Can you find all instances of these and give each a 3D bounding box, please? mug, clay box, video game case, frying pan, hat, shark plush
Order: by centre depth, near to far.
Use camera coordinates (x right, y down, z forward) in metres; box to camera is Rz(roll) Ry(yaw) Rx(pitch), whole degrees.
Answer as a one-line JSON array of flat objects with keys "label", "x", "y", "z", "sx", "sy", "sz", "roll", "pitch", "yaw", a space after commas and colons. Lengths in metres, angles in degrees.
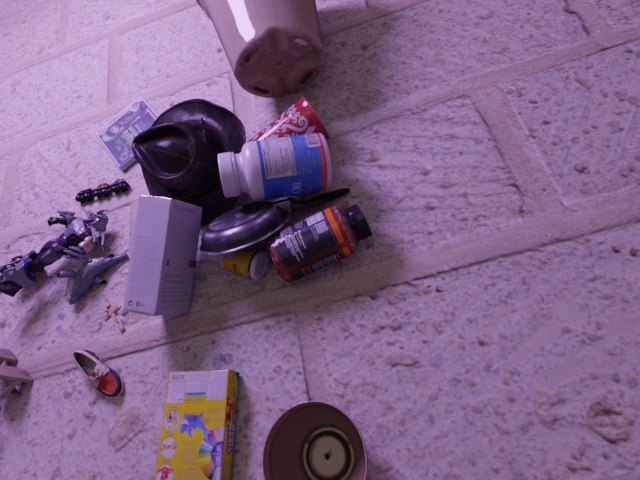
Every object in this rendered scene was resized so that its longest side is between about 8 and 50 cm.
[{"label": "clay box", "x": -0.221, "y": 0.353, "z": 0.737, "sx": 0.127, "sy": 0.053, "sz": 0.222, "roll": -6, "pitch": 65, "yaw": 13}, {"label": "frying pan", "x": -0.100, "y": -0.048, "z": 0.837, "sx": 0.325, "sy": 0.053, "sz": 0.197, "roll": -16, "pitch": 23, "yaw": 10}, {"label": "hat", "x": -0.332, "y": -0.188, "z": 0.928, "sx": 0.330, "sy": 0.134, "sz": 0.332, "roll": 0, "pitch": 89, "yaw": 25}, {"label": "mug", "x": -0.080, "y": -0.236, "z": 0.962, "sx": 0.169, "sy": 0.150, "sz": 0.113, "roll": -36, "pitch": 99, "yaw": 2}, {"label": "shark plush", "x": -0.531, "y": 0.081, "z": 0.968, "sx": 0.161, "sy": 0.073, "sz": 0.067, "roll": -32, "pitch": 80, "yaw": -24}, {"label": "video game case", "x": -0.529, "y": -0.306, "z": 1.149, "sx": 0.173, "sy": 0.022, "sz": 0.190, "roll": -42, "pitch": 62, "yaw": -6}]

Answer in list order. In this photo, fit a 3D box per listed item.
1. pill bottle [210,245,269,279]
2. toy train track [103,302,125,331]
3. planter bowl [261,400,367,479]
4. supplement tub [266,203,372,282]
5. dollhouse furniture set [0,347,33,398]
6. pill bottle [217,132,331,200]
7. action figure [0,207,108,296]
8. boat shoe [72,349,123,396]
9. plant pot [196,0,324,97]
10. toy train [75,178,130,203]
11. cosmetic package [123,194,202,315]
[{"label": "pill bottle", "x": -0.172, "y": 0.038, "z": 0.864, "sx": 0.116, "sy": 0.065, "sz": 0.065, "roll": 16, "pitch": 71, "yaw": 22}, {"label": "toy train track", "x": -0.461, "y": 0.170, "z": 0.911, "sx": 0.048, "sy": 0.014, "sz": 0.083, "roll": -43, "pitch": 63, "yaw": -7}, {"label": "planter bowl", "x": 0.002, "y": 0.345, "z": 0.647, "sx": 0.161, "sy": 0.109, "sz": 0.162, "roll": -6, "pitch": 64, "yaw": 13}, {"label": "supplement tub", "x": 0.000, "y": 0.000, "z": 0.812, "sx": 0.197, "sy": 0.106, "sz": 0.106, "roll": -25, "pitch": 62, "yaw": 3}, {"label": "dollhouse furniture set", "x": -0.795, "y": 0.308, "z": 0.855, "sx": 0.242, "sy": 0.161, "sz": 0.212, "roll": 30, "pitch": 76, "yaw": 25}, {"label": "pill bottle", "x": -0.095, "y": -0.150, "z": 0.854, "sx": 0.221, "sy": 0.124, "sz": 0.125, "roll": -9, "pitch": 62, "yaw": -8}, {"label": "action figure", "x": -0.627, "y": 0.015, "z": 0.975, "sx": 0.285, "sy": 0.099, "sz": 0.185, "roll": -38, "pitch": 38, "yaw": -8}, {"label": "boat shoe", "x": -0.462, "y": 0.274, "z": 0.847, "sx": 0.137, "sy": 0.043, "sz": 0.049, "roll": 33, "pitch": 76, "yaw": 25}, {"label": "plant pot", "x": -0.131, "y": -0.546, "z": 1.009, "sx": 0.333, "sy": 0.334, "sz": 0.306, "roll": -18, "pitch": 73, "yaw": 6}, {"label": "toy train", "x": -0.573, "y": -0.133, "z": 1.078, "sx": 0.158, "sy": 0.027, "sz": 0.036, "roll": -13, "pitch": 52, "yaw": 10}, {"label": "cosmetic package", "x": -0.320, "y": 0.032, "z": 0.845, "sx": 0.085, "sy": 0.117, "sz": 0.231, "roll": 6, "pitch": 87, "yaw": 16}]
